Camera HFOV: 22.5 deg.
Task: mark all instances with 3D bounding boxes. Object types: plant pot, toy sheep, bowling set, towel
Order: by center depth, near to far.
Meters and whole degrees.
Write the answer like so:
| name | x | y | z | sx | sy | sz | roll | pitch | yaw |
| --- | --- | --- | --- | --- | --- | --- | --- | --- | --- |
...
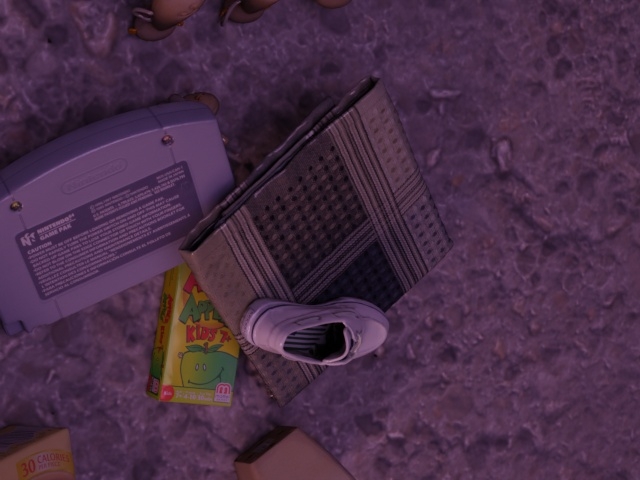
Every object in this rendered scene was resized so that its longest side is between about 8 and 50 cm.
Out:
| name | x | y | z | sx | sy | sz | roll | pitch | yaw |
| --- | --- | --- | --- | --- | --- | --- | --- | --- | --- |
| toy sheep | -0.162 | -0.113 | 1.804 | 0.091 | 0.091 | 0.132 | 42 | 82 | -24 |
| bowling set | -0.085 | -0.343 | 1.805 | 0.287 | 0.154 | 0.200 | -8 | 81 | -25 |
| towel | 0.000 | 0.000 | 1.862 | 0.312 | 0.056 | 0.324 | -42 | 138 | -15 |
| plant pot | -0.039 | 0.278 | 1.903 | 0.109 | 0.109 | 0.096 | -35 | 98 | -19 |

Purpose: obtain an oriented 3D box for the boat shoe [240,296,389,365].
| name | x | y | z | sx | sy | sz | roll | pitch | yaw |
| --- | --- | --- | --- | --- | --- | --- | --- | --- | --- |
| boat shoe | 0.008 | 0.115 | 1.844 | 0.226 | 0.076 | 0.083 | 2 | 114 | -45 |

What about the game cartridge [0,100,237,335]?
| name | x | y | z | sx | sy | sz | roll | pitch | yaw |
| --- | --- | --- | --- | --- | --- | --- | --- | --- | --- |
| game cartridge | -0.234 | -0.031 | 1.731 | 0.294 | 0.060 | 0.196 | -25 | 135 | -13 |

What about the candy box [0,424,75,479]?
| name | x | y | z | sx | sy | sz | roll | pitch | yaw |
| --- | --- | --- | --- | --- | --- | --- | --- | --- | --- |
| candy box | -0.368 | 0.322 | 1.652 | 0.316 | 0.087 | 0.183 | -23 | 109 | -61 |

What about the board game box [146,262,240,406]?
| name | x | y | z | sx | sy | sz | roll | pitch | yaw |
| --- | --- | --- | --- | --- | --- | --- | --- | --- | --- |
| board game box | -0.139 | 0.097 | 1.860 | 0.092 | 0.043 | 0.181 | 8 | 92 | -27 |
